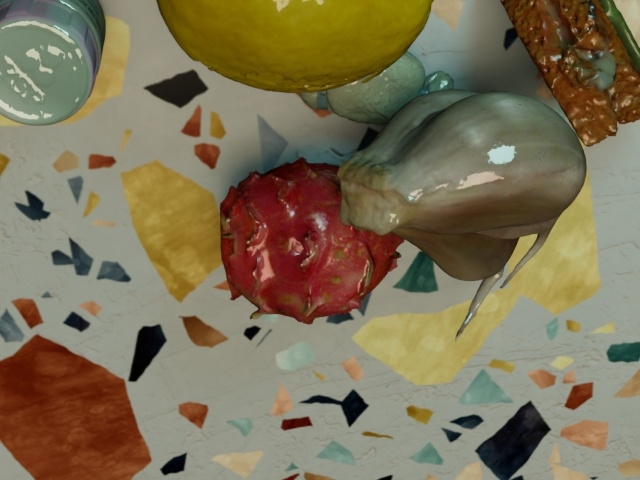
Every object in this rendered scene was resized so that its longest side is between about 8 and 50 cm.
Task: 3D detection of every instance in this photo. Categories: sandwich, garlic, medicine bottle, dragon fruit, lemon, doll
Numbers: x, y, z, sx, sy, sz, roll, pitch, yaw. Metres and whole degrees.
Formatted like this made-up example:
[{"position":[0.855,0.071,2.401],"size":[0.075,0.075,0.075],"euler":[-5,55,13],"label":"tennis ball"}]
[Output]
[{"position":[0.299,-0.217,1.217],"size":[0.109,0.212,0.292],"euler":[-26,139,27],"label":"sandwich"},{"position":[0.204,-0.046,1.231],"size":[0.231,0.246,0.340],"euler":[7,154,39],"label":"garlic"},{"position":[-0.305,-0.212,1.151],"size":[0.135,0.168,0.135],"euler":[-3,121,-5],"label":"medicine bottle"},{"position":[0.000,0.000,1.301],"size":[0.268,0.205,0.210],"euler":[2,160,-34],"label":"dragon fruit"},{"position":[-0.024,-0.287,1.082],"size":[0.297,0.297,0.297],"euler":[-3,121,-5],"label":"lemon"},{"position":[0.060,-0.188,1.266],"size":[0.214,0.071,0.104],"euler":[5,119,-21],"label":"doll"}]
